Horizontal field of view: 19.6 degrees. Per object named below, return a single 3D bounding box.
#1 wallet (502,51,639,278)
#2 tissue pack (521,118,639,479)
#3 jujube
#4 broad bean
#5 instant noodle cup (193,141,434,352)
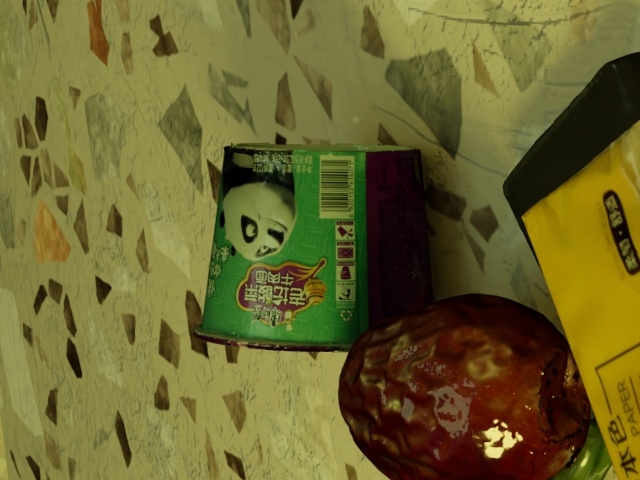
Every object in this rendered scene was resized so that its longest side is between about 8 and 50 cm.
[{"bbox_3d":[0.283,0.070,1.480,0.406,0.062,0.228,68,151,22],"label":"wallet"},{"bbox_3d":[0.336,0.095,1.134,0.228,0.293,0.381,-42,63,59],"label":"tissue pack"},{"bbox_3d":[0.121,0.138,1.608,0.243,0.183,0.183,-7,93,50],"label":"jujube"},{"bbox_3d":[0.194,0.237,1.691,0.318,0.056,0.098,-60,29,32],"label":"broad bean"},{"bbox_3d":[0.000,0.000,1.816,0.251,0.251,0.190,10,100,61],"label":"instant noodle cup"}]
